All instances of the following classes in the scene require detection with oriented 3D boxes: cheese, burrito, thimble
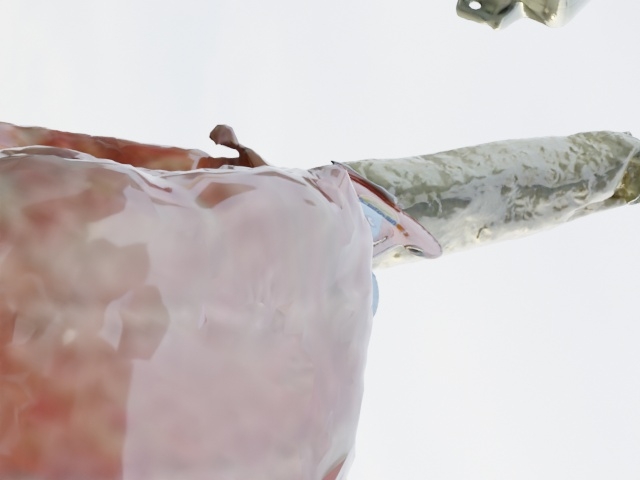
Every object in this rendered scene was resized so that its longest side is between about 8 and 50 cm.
[{"bbox_3d":[0.000,0.000,0.992,0.037,0.106,0.256,-57,169,21],"label":"cheese"},{"bbox_3d":[0.111,-0.033,1.371,0.059,0.275,0.082,-146,-133,-67],"label":"burrito"},{"bbox_3d":[-0.104,0.038,0.593,0.239,0.239,0.162,-163,-101,-67],"label":"thimble"}]

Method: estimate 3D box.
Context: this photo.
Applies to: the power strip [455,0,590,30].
[{"bbox_3d":[0.189,-0.243,1.178,0.098,0.338,0.058,27,-36,26],"label":"power strip"}]
